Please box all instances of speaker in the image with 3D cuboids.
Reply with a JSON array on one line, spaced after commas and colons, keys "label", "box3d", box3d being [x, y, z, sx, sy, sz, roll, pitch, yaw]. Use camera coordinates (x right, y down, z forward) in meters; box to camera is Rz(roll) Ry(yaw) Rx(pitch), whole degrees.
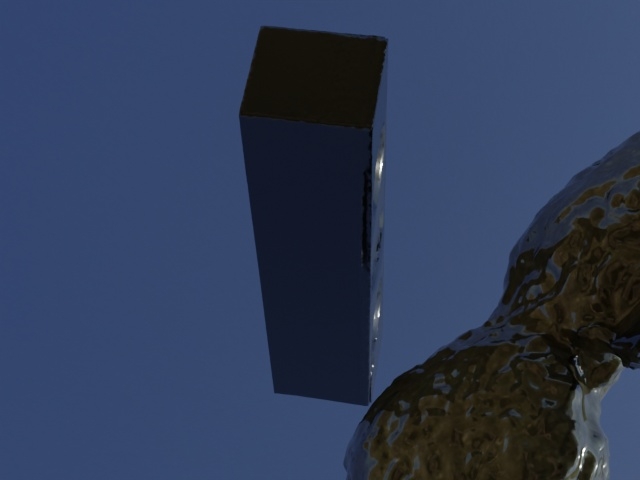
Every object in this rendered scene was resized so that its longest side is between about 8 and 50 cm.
[{"label": "speaker", "box3d": [0.000, 0.000, 0.482, 0.046, 0.191, 0.040, 8, -123, 7]}]

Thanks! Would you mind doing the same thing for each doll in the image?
[{"label": "doll", "box3d": [0.106, -0.002, 0.443, 0.091, 0.203, 0.285, 36, -120, -16]}]
